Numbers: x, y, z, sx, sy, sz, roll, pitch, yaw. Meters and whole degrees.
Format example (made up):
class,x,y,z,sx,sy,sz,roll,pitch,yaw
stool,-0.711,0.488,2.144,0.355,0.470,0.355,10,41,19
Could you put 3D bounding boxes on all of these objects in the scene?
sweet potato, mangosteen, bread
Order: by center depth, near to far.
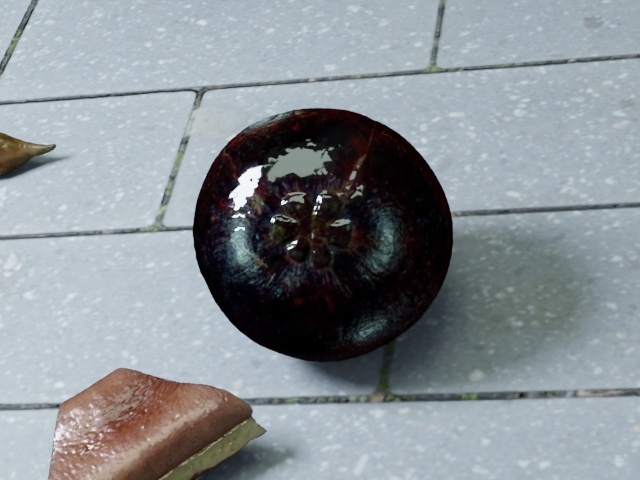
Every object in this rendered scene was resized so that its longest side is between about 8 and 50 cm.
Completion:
class,x,y,z,sx,sy,sz,roll,pitch,yaw
bread,-0.151,0.165,1.253,0.192,0.067,0.119,-29,50,-14
mangosteen,0.007,-0.003,1.309,0.216,0.216,0.216,-9,41,8
sweet potato,-0.328,-0.092,1.609,0.117,0.049,0.049,-4,42,7
